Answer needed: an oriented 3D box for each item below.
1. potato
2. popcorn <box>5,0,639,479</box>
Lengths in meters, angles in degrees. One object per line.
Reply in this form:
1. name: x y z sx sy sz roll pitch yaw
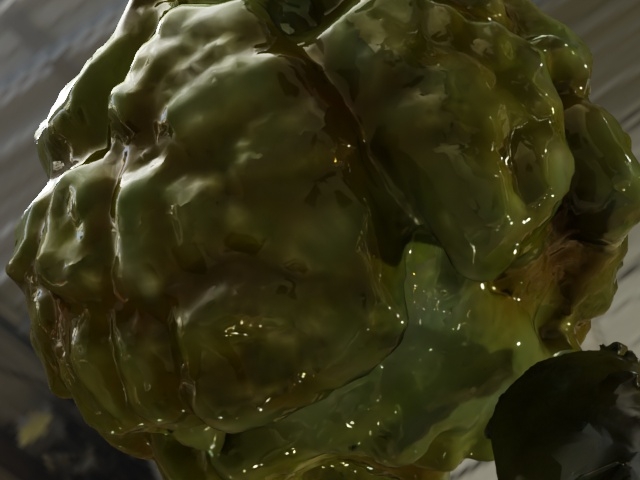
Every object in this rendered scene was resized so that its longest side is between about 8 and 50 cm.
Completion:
1. potato: 0.146 0.115 0.655 0.117 0.090 0.225 -36 -140 -16
2. popcorn: -0.005 0.003 0.818 0.279 0.274 0.335 -28 171 -40
